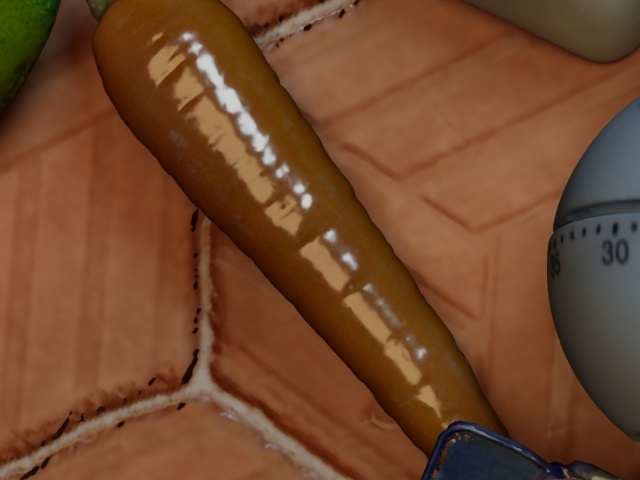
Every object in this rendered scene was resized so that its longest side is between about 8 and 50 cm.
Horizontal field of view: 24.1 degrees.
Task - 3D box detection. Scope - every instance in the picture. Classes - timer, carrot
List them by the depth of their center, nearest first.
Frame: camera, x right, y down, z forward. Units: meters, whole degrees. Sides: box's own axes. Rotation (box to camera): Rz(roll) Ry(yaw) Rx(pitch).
[{"bbox_3d":[0.184,-0.033,0.542,0.175,0.175,0.255,28,97,14],"label":"timer"},{"bbox_3d":[0.000,0.000,0.642,0.069,0.069,0.336,-40,81,8],"label":"carrot"}]

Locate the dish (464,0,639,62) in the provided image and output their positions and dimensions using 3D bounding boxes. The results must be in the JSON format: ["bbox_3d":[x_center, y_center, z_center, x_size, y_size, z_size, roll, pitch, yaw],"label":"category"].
[{"bbox_3d":[0.107,-0.198,0.618,0.151,0.077,0.212,29,93,14],"label":"dish"}]

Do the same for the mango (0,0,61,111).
[{"bbox_3d":[-0.190,-0.084,0.662,0.178,0.119,0.100,-30,69,12],"label":"mango"}]

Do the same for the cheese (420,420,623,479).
[{"bbox_3d":[0.150,0.144,0.575,0.244,0.062,0.155,23,118,10],"label":"cheese"}]
